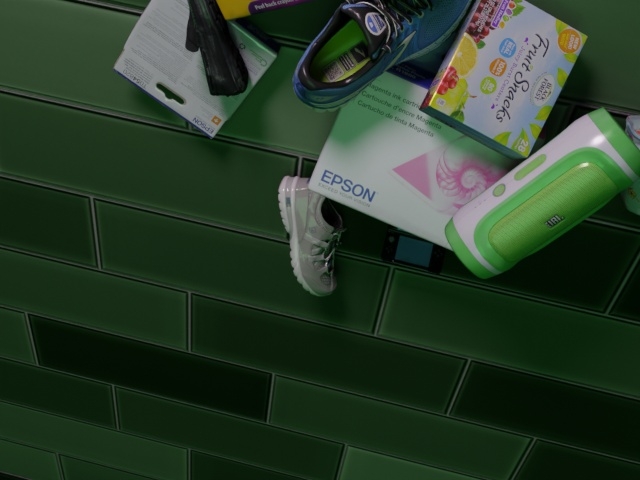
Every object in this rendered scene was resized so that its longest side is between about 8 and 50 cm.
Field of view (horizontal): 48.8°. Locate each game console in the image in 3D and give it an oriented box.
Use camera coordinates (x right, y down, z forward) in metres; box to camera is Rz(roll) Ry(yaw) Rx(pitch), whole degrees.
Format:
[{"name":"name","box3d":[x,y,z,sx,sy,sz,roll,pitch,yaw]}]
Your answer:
[{"name":"game console","box3d":[0.190,-0.004,1.377,0.122,0.107,0.071,14,159,4]}]

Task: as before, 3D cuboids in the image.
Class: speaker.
[{"name":"speaker","box3d":[0.338,-0.066,1.077,0.131,0.131,0.296,42,116,-19]}]

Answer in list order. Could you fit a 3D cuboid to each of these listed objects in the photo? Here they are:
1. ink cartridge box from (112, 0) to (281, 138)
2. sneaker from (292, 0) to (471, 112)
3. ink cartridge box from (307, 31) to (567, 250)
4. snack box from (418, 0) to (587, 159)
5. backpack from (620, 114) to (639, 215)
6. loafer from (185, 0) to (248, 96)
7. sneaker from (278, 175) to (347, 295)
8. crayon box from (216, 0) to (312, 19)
[{"name":"ink cartridge box","box3d":[-0.219,-0.320,1.235,0.223,0.045,0.224,35,127,-17]},{"name":"sneaker","box3d":[0.098,-0.311,1.033,0.330,0.147,0.130,-40,93,6]},{"name":"ink cartridge box","box3d":[0.186,-0.171,1.167,0.324,0.071,0.330,23,114,0]},{"name":"snack box","box3d":[0.276,-0.253,1.072,0.175,0.070,0.207,27,91,-7]},{"name":"backpack","box3d":[0.550,-0.116,1.105,0.166,0.188,0.144,2,129,15]},{"name":"loafer","box3d":[-0.185,-0.329,1.138,0.078,0.076,0.223,-11,130,11]},{"name":"sneaker","box3d":[0.000,0.000,1.405,0.115,0.105,0.281,-3,127,18]},{"name":"crayon box","box3d":[-0.037,-0.494,0.957,0.363,0.106,0.313,0,129,33]}]
